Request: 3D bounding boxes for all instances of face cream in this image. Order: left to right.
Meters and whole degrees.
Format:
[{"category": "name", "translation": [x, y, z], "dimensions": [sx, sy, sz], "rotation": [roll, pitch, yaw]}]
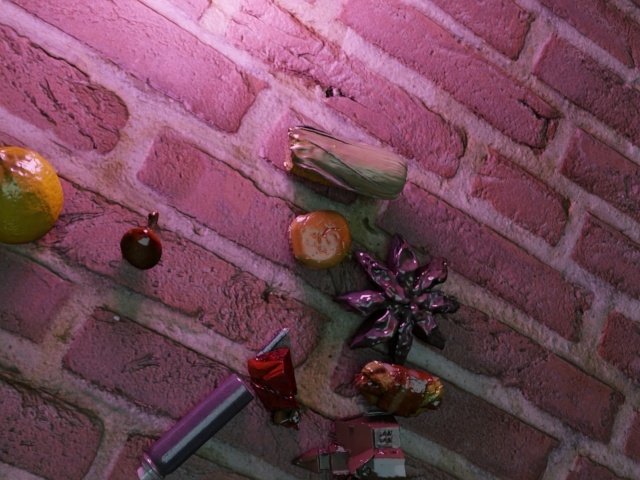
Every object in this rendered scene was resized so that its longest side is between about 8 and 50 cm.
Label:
[{"category": "face cream", "translation": [-0.268, 0.404, 1.357], "dimensions": [0.283, 0.073, 0.073], "rotation": [-40, 99, -17]}]

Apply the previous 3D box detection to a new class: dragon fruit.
[{"category": "dragon fruit", "translation": [-0.098, 0.338, 1.425], "dimensions": [0.092, 0.122, 0.193], "rotation": [-13, 110, 6]}]

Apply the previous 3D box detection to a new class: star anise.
[{"category": "star anise", "translation": [0.191, 0.148, 1.505], "dimensions": [0.331, 0.117, 0.332], "rotation": [1, 85, -13]}]

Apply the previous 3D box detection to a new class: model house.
[{"category": "model house", "translation": [0.058, 0.497, 1.428], "dimensions": [0.247, 0.176, 0.181], "rotation": [-4, 88, -2]}]

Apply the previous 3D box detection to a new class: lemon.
[{"category": "lemon", "translation": [-0.589, -0.087, 1.229], "dimensions": [0.180, 0.180, 0.193], "rotation": [-6, 112, -19]}]

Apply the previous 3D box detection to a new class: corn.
[{"category": "corn", "translation": [0.056, -0.180, 1.481], "dimensions": [0.304, 0.122, 0.124], "rotation": [14, 95, -15]}]

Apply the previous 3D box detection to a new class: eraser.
[{"category": "eraser", "translation": [-0.106, 0.233, 1.448], "dimensions": [0.019, 0.027, 0.099], "rotation": [46, 73, -2]}]

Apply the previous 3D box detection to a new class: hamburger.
[{"category": "hamburger", "translation": [0.000, 0.000, 1.473], "dimensions": [0.147, 0.083, 0.138], "rotation": [-10, 89, -15]}]

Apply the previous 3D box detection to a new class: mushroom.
[{"category": "mushroom", "translation": [-0.377, -0.005, 1.355], "dimensions": [0.088, 0.073, 0.130], "rotation": [8, 80, 13]}]

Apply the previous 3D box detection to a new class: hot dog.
[{"category": "hot dog", "translation": [0.179, 0.349, 1.467], "dimensions": [0.213, 0.146, 0.103], "rotation": [12, 53, -6]}]
